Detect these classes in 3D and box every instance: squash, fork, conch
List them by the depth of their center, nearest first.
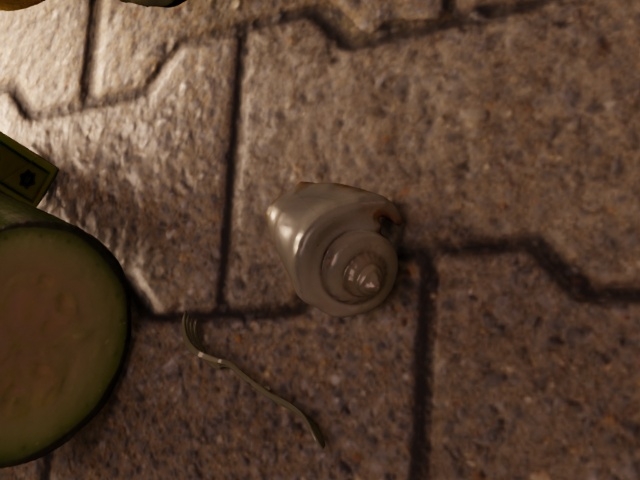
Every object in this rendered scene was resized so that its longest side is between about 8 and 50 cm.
[{"bbox_3d":[0.011,0.001,1.121,0.176,0.094,0.104,-127,48,-66],"label":"conch"},{"bbox_3d":[-0.066,0.132,1.177,0.028,0.034,0.219,-46,49,-10],"label":"fork"},{"bbox_3d":[-0.409,0.056,1.348,0.384,0.263,0.263,21,94,43],"label":"squash"}]

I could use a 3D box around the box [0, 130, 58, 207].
[{"bbox_3d":[-0.415,-0.120,1.425,0.141,0.220,0.064,21,77,44],"label":"box"}]

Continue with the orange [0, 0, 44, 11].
[{"bbox_3d":[-0.369,-0.370,1.453,0.236,0.236,0.236,-12,71,40],"label":"orange"}]

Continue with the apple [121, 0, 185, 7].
[{"bbox_3d":[-0.159,-0.342,1.278,0.188,0.174,0.207,-43,66,33],"label":"apple"}]
